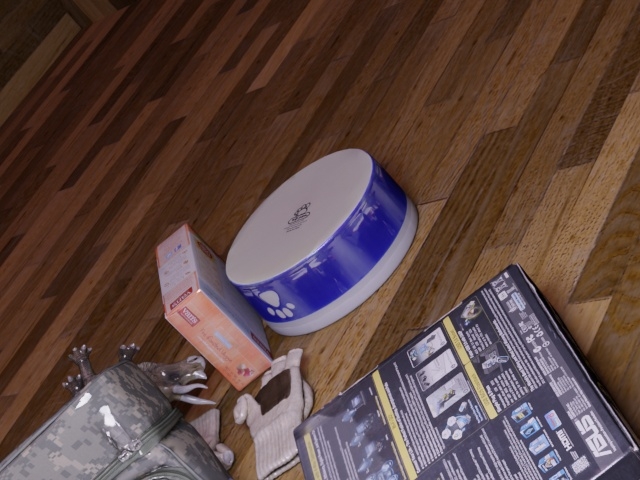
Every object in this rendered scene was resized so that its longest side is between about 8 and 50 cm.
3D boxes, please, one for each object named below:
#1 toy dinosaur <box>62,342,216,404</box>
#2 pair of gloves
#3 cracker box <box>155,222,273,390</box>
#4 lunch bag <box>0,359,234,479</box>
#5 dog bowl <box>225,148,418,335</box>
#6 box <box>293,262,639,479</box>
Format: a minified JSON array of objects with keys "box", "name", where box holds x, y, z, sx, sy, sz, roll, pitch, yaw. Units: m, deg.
[{"box":[-0.286,0.243,1.975,0.313,0.121,0.160,-52,47,26],"name":"toy dinosaur"},{"box":[-0.112,0.251,1.838,0.240,0.042,0.204,-32,26,23],"name":"pair of gloves"},{"box":[-0.151,0.089,2.027,0.067,0.156,0.232,-39,24,7],"name":"cracker box"},{"box":[-0.249,0.320,1.680,0.305,0.256,0.212,-42,1,2],"name":"lunch bag"},{"box":[0.000,0.000,2.013,0.265,0.104,0.265,-33,26,18],"name":"dog bowl"},{"box":[0.141,0.220,1.441,0.318,0.097,0.395,-37,24,7],"name":"box"}]
